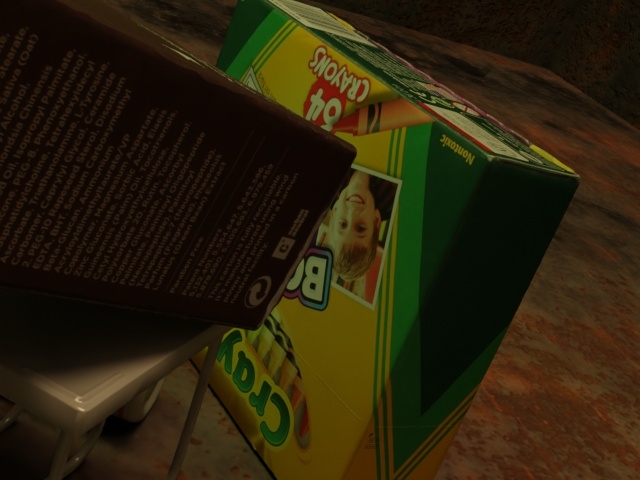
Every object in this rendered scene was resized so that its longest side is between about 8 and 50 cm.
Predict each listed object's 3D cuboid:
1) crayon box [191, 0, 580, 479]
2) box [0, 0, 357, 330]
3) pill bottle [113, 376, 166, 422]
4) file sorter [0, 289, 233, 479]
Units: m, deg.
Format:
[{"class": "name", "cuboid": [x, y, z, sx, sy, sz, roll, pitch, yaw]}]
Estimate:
[{"class": "crayon box", "cuboid": [0.000, 0.000, 0.857, 0.106, 0.313, 0.363, 8, 24, -37]}, {"class": "box", "cuboid": [-0.166, -0.073, 0.516, 0.191, 0.143, 0.381, 34, 10, 30]}, {"class": "pill bottle", "cuboid": [-0.199, 0.076, 0.809, 0.160, 0.087, 0.087, 21, 21, 2]}, {"class": "file sorter", "cuboid": [-0.229, 0.076, 0.664, 0.278, 0.173, 0.193, 26, 22, 14]}]
